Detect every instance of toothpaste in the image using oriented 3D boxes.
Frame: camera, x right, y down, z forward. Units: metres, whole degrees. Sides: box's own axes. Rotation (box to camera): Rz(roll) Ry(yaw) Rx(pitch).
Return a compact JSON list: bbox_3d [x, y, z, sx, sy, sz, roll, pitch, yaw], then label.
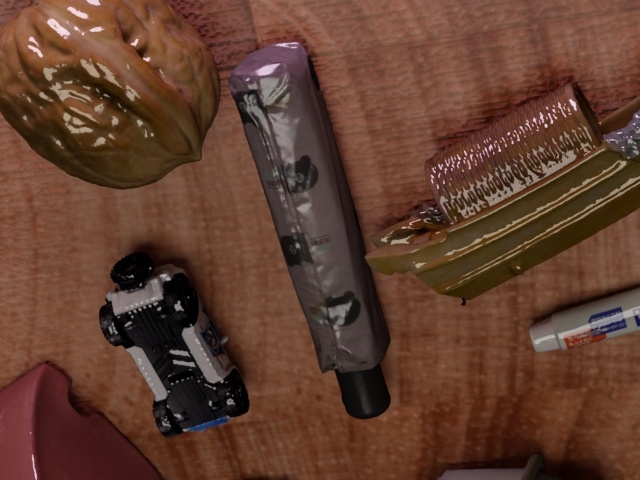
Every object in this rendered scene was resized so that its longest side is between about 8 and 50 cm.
[{"bbox_3d":[0.281,0.052,1.410,0.218,0.033,0.052,-17,117,11],"label":"toothpaste"}]

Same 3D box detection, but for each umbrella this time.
[{"bbox_3d":[0.000,0.000,1.398,0.067,0.073,0.337,-2,119,30],"label":"umbrella"}]

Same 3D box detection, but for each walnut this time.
[{"bbox_3d":[-0.164,-0.122,1.319,0.184,0.155,0.155,38,115,-13],"label":"walnut"}]

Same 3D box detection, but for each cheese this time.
[{"bbox_3d":[-0.244,0.209,1.521,0.128,0.203,0.177,-33,77,25],"label":"cheese"}]

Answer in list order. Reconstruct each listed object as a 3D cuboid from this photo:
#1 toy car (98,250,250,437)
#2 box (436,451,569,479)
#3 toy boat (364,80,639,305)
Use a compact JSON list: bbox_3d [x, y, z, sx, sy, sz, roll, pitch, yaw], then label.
[{"bbox_3d":[-0.127,0.087,1.460,0.080,0.070,0.171,-19,114,17],"label":"toy car"},{"bbox_3d":[0.153,0.334,1.427,0.166,0.290,0.220,2,118,23],"label":"box"},{"bbox_3d":[0.173,-0.052,1.338,0.310,0.089,0.115,-30,106,21],"label":"toy boat"}]
